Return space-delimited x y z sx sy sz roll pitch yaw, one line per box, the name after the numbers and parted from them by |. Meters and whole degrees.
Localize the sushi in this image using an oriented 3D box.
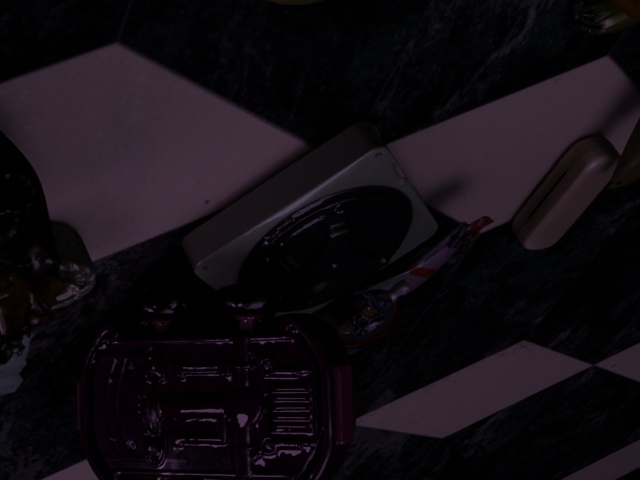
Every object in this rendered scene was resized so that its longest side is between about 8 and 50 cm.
-0.333 0.026 0.886 0.213 0.200 0.204 -14 153 -17 | sushi

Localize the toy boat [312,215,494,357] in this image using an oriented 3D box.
0.104 0.066 1.424 0.318 0.072 0.219 -37 164 5 | toy boat

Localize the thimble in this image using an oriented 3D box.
-0.289 0.031 1.058 0.110 0.062 0.084 -17 148 -22 | thimble

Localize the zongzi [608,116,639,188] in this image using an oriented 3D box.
0.468 -0.203 1.292 0.300 0.145 0.274 -36 148 6 | zongzi

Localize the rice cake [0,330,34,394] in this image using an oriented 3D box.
-0.432 0.138 1.109 0.237 0.043 0.127 -7 141 -35 | rice cake

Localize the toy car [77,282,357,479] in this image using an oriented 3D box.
-0.101 0.189 1.223 0.341 0.271 0.240 -2 176 23 | toy car

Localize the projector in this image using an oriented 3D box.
0.000 0.000 1.247 0.259 0.079 0.257 -33 150 6 | projector

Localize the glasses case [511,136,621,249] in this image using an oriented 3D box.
0.351 -0.065 1.485 0.083 0.050 0.196 0 137 -38 | glasses case

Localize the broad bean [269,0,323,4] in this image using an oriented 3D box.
0.019 -0.301 0.789 0.189 0.121 0.263 7 130 -35 | broad bean

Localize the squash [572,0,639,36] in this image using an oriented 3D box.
0.371 -0.278 1.195 0.183 0.052 0.052 -24 149 -14 | squash

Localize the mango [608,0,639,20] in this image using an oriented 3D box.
0.356 -0.311 1.064 0.249 0.151 0.156 23 84 -43 | mango
